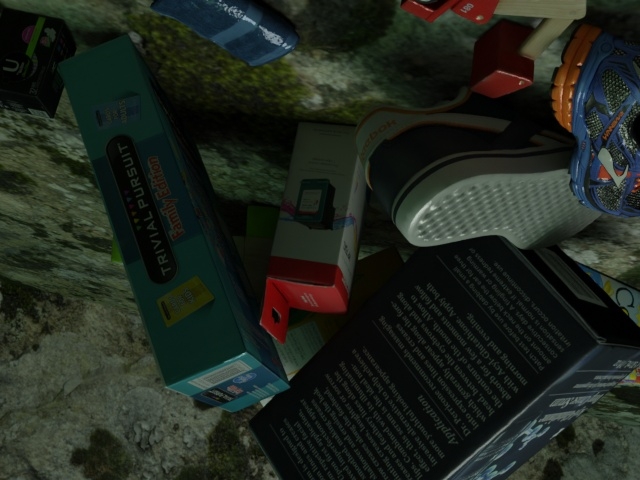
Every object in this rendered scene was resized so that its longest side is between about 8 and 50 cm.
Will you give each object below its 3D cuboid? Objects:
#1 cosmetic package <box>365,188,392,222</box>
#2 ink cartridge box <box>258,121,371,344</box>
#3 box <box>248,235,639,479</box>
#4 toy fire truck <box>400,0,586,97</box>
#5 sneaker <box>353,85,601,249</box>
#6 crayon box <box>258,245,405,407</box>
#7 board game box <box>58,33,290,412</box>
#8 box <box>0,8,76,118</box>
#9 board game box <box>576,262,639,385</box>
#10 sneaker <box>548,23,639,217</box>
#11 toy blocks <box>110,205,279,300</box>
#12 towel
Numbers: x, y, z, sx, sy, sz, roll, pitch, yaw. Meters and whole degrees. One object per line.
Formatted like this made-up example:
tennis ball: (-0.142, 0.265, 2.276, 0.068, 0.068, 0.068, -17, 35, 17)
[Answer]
cosmetic package: (0.052, -0.051, 0.969, 0.115, 0.041, 0.060, -5, 157, 45)
ink cartridge box: (0.000, 0.000, 0.839, 0.078, 0.231, 0.134, 7, 163, 12)
box: (0.164, 0.180, 0.918, 0.293, 0.395, 0.212, 14, -146, -55)
toy fire truck: (0.132, -0.171, 0.506, 0.135, 0.047, 0.192, 18, 162, -21)
sneaker: (0.167, -0.072, 0.705, 0.321, 0.127, 0.126, 2, 135, -45)
crayon box: (0.046, 0.142, 1.100, 0.323, 0.083, 0.203, -22, 128, 0)
board game box: (-0.144, -0.001, 0.777, 0.079, 0.336, 0.254, -23, 161, -2)
box: (-0.284, -0.171, 0.724, 0.062, 0.083, 0.052, 12, 165, 1)
board game box: (0.379, 0.127, 1.162, 0.275, 0.142, 0.144, 21, 162, -28)
sneaker: (0.252, -0.078, 0.603, 0.087, 0.083, 0.221, 26, 170, 39)
toy blocks: (-0.137, 0.051, 1.233, 0.381, 0.190, 0.261, 4, 175, -9)
towel: (-0.079, -0.187, 0.627, 0.119, 0.029, 0.067, 26, 158, -39)
